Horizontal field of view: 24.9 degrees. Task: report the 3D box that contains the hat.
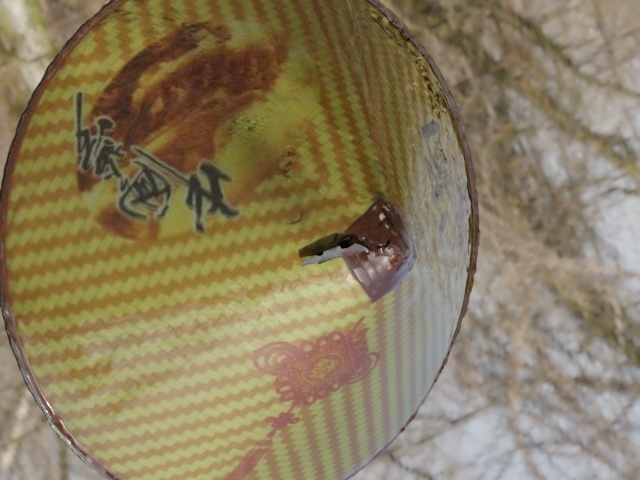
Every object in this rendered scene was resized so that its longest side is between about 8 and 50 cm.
[{"bbox_3d":[0.000,0.000,0.465,0.193,0.193,0.082,-30,-163,-30],"label":"hat"}]
